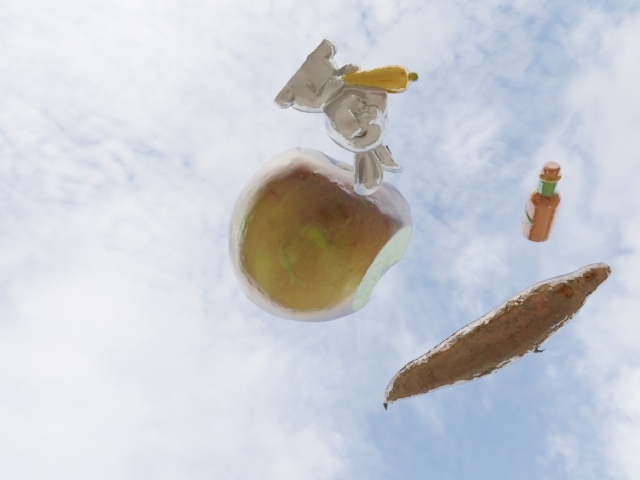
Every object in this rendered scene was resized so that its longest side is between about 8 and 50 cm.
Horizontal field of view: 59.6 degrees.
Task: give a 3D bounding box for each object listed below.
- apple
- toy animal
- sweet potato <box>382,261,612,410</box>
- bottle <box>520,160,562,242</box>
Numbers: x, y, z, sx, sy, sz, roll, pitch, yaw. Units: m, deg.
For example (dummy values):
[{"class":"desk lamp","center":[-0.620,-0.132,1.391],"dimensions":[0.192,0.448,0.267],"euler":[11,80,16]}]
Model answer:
[{"class":"apple","center":[0.000,0.000,1.168],"dimensions":[0.384,0.374,0.374],"euler":[16,-75,-38]},{"class":"toy animal","center":[0.047,-0.150,0.675],"dimensions":[0.181,0.127,0.131],"euler":[42,-98,-6]},{"class":"sweet potato","center":[0.202,0.121,0.652],"dimensions":[0.314,0.066,0.072],"euler":[-38,-123,13]},{"class":"bottle","center":[0.457,-0.081,1.144],"dimensions":[0.069,0.069,0.187],"euler":[-3,-45,4]}]
